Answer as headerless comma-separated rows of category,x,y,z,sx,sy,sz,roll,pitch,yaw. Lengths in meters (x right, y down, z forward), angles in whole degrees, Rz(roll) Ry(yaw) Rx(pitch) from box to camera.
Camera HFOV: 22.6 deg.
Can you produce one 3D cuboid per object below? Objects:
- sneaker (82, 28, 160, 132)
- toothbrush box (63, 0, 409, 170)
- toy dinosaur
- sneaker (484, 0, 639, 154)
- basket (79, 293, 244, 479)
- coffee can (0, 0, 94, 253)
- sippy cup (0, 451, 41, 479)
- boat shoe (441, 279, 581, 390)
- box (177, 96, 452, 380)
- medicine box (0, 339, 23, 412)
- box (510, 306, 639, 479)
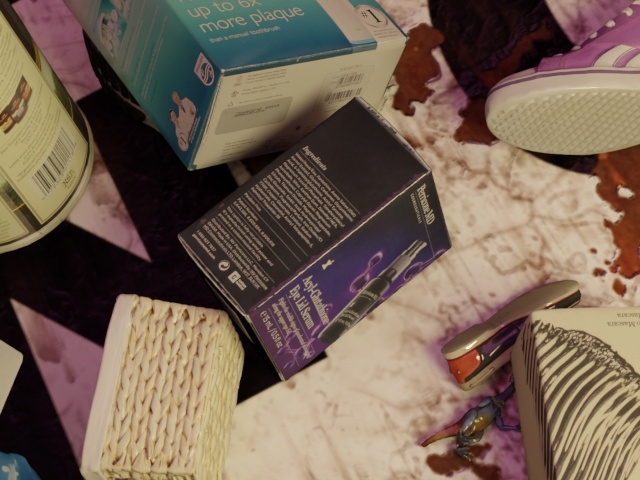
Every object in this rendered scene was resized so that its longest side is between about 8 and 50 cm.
sneaker,-0.151,-0.162,1.585,0.208,0.081,0.094,40,70,21
toothbrush box,-0.095,-0.223,1.515,0.216,0.126,0.295,-14,52,-35
toy dinosaur,0.139,0.144,1.378,0.090,0.047,0.082,9,47,29
sneaker,0.279,-0.175,1.479,0.282,0.102,0.161,-9,58,-3
basket,-0.134,0.145,1.401,0.103,0.113,0.167,5,65,11
coffee can,-0.350,-0.134,1.497,0.201,0.275,0.202,-5,62,10
sippy cup,-0.300,0.298,1.309,0.305,0.240,0.224,-6,50,-9
boat shoe,0.171,0.081,1.400,0.137,0.049,0.043,-31,103,-6
box,0.000,0.000,1.417,0.207,0.153,0.108,-39,62,-7
medicine box,-0.404,0.186,1.224,0.289,0.149,0.264,-16,46,42
box,0.228,0.195,1.285,0.113,0.094,0.275,-2,62,-7
